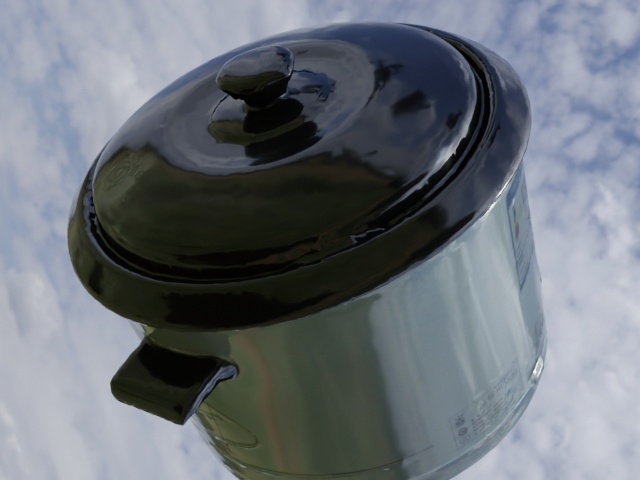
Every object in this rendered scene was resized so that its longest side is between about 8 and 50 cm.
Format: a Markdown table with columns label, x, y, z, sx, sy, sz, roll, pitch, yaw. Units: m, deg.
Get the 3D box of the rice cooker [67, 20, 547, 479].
| label | x | y | z | sx | sy | sz | roll | pitch | yaw |
| --- | --- | --- | --- | --- | --- | --- | --- | --- | --- |
| rice cooker | 0.000 | 0.000 | 0.450 | 0.241 | 0.280 | 0.227 | 13 | -41 | 35 |
